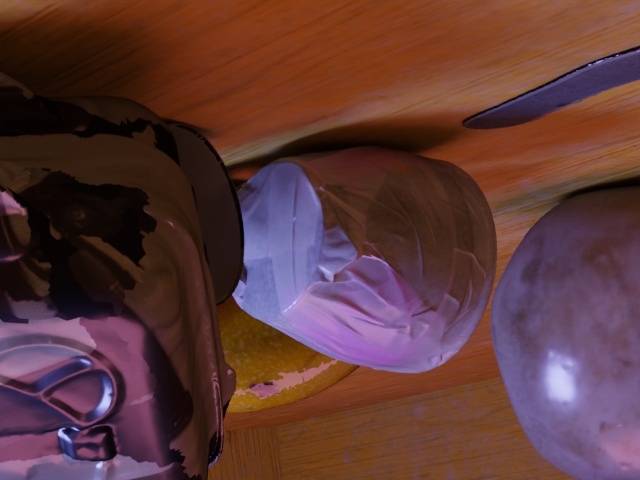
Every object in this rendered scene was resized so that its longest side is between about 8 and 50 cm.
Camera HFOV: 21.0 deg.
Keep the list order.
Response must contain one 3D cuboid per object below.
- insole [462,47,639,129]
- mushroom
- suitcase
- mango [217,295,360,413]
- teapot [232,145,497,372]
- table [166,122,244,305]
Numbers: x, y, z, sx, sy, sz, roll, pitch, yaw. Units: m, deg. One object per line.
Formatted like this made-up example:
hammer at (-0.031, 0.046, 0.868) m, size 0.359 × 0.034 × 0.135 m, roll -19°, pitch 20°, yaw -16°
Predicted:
insole at (0.184, -0.106, 1.176) m, size 0.080 × 0.003 × 0.232 m, roll 0°, pitch 167°, yaw -40°
mushroom at (0.303, 0.084, 1.633) m, size 0.298 × 0.297 × 0.290 m, roll -8°, pitch -168°, yaw 2°
suitcase at (-0.229, 0.027, 0.967) m, size 0.352 × 0.194 × 0.339 m, roll -3°, pitch 139°, yaw 1°
mango at (-0.020, 0.058, 1.468) m, size 0.295 × 0.177 × 0.120 m, roll -16°, pitch 127°, yaw 11°
teapot at (0.008, -0.010, 1.277) m, size 0.178 × 0.221 × 0.163 m, roll 12°, pitch 120°, yaw -39°
table at (-0.176, 0.005, 1.166) m, size 0.220 × 0.126 × 0.126 m, roll -14°, pitch 169°, yaw 27°
